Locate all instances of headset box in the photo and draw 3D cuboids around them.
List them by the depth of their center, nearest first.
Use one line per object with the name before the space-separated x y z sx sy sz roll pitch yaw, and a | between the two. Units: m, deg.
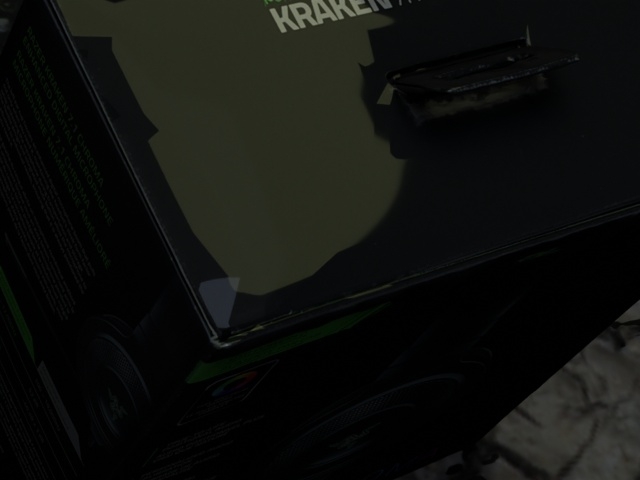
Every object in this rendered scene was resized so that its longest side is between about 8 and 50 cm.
headset box | 0.000 0.000 0.660 0.246 0.283 0.131 -16 70 -32

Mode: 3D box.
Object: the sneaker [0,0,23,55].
sneaker | -0.123 -0.067 0.784 0.089 0.051 0.170 6 57 -16
